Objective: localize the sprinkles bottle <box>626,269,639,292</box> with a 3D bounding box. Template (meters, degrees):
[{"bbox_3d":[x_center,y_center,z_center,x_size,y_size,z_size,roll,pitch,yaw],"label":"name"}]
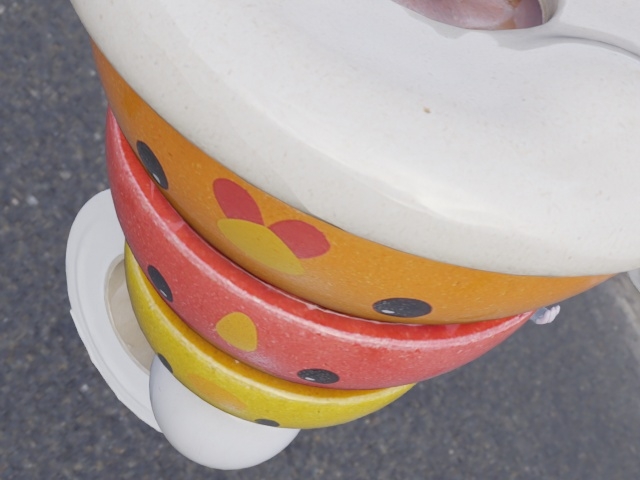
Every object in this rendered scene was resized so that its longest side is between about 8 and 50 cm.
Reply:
[{"bbox_3d":[0.410,-0.090,1.020,0.121,0.121,0.355,43,64,-17],"label":"sprinkles bottle"}]

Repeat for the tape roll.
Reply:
[{"bbox_3d":[-0.145,0.066,1.158,0.100,0.286,0.286,-28,83,-44],"label":"tape roll"}]

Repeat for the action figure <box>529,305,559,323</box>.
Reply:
[{"bbox_3d":[0.146,0.096,1.508,0.370,0.276,0.248,-5,50,-33],"label":"action figure"}]

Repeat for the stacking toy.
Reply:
[{"bbox_3d":[0.000,0.000,0.646,0.350,0.480,0.350,11,47,-12],"label":"stacking toy"}]
